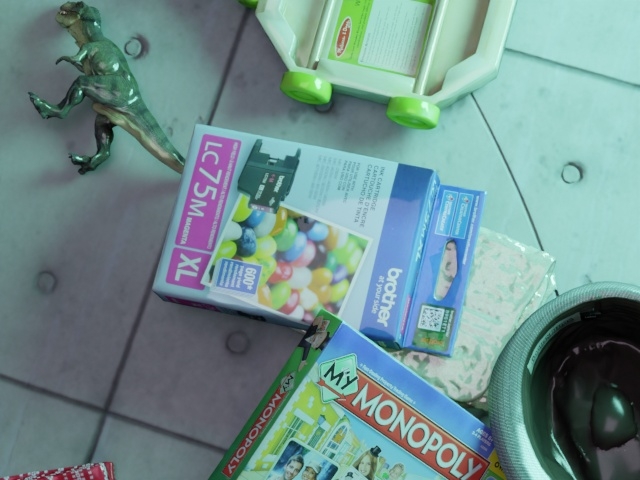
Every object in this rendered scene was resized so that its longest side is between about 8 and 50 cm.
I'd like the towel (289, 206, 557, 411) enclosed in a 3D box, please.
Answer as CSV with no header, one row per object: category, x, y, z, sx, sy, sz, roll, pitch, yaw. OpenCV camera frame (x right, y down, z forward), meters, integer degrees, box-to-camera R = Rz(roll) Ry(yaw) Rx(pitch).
towel,0.089,0.047,1.839,0.282,0.049,0.187,26,82,13

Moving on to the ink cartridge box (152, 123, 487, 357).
ink cartridge box,0.000,0.000,1.809,0.311,0.065,0.185,12,80,10

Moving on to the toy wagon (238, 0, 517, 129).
toy wagon,0.036,-0.272,1.904,0.344,0.068,0.267,14,80,11

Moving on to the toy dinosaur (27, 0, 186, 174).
toy dinosaur,-0.237,-0.143,1.917,0.118,0.064,0.268,-34,79,-7

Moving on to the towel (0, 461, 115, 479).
towel,-0.336,0.346,1.840,0.275,0.031,0.198,-11,78,5

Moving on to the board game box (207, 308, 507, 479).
board game box,0.057,0.235,1.696,0.213,0.317,0.046,-56,32,-5

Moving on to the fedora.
fedora,0.290,0.182,1.740,0.244,0.124,0.275,-16,65,1
